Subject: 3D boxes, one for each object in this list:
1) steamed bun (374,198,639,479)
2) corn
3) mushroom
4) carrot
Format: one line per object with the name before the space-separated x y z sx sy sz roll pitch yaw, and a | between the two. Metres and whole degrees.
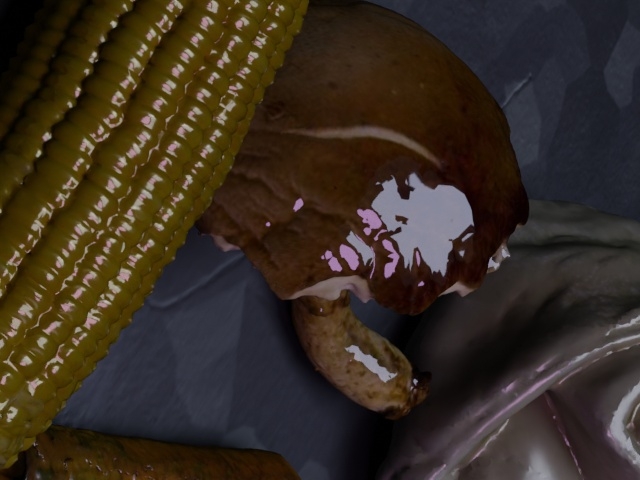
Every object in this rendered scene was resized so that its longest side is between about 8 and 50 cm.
steamed bun | 0.228 0.154 1.063 0.342 0.255 0.368 28 74 -49
corn | -0.120 -0.040 0.679 0.131 0.131 0.344 43 71 -47
mushroom | 0.003 0.005 0.835 0.208 0.233 0.302 -96 -164 -70
carrot | -0.101 0.149 0.798 0.260 0.070 0.070 23 80 -51
